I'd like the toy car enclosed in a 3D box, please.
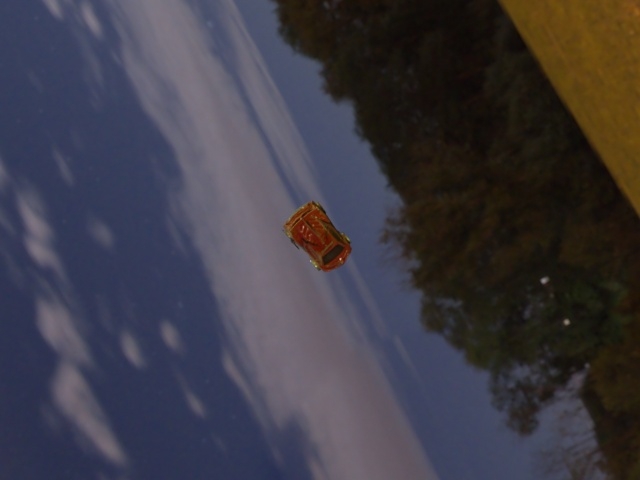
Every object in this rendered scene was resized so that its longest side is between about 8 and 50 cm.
[{"bbox_3d":[0.000,0.000,1.352,0.122,0.059,0.035,50,179,-39],"label":"toy car"}]
